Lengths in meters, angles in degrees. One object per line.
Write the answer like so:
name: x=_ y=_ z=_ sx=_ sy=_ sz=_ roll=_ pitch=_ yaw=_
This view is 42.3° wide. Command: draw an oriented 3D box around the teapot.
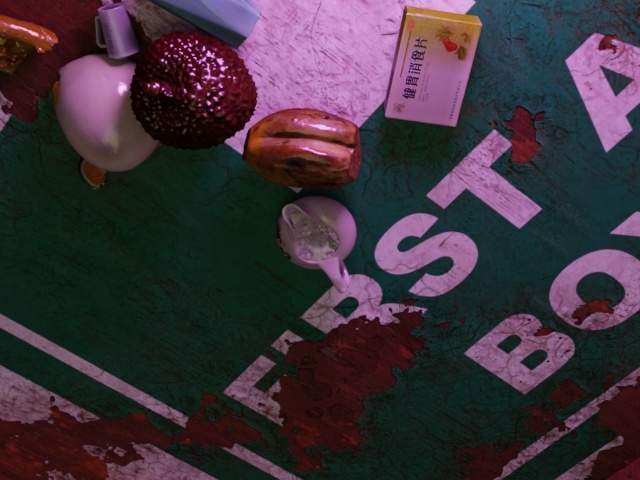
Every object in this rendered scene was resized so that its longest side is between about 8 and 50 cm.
teapot: x=0.000 y=0.000 z=2.159 sx=0.208 sy=0.166 sz=0.299 roll=-32 pitch=108 yaw=7

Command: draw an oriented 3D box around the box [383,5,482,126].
box: x=0.258 y=-0.403 z=1.933 sx=0.175 sy=0.062 sz=0.260 roll=8 pitch=124 yaw=-4

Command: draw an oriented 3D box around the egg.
egg: x=-0.502 y=-0.291 z=1.959 sx=0.264 sy=0.174 sz=0.286 roll=-18 pitch=118 yaw=9

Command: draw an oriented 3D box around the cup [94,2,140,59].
cup: x=-0.476 y=-0.479 z=1.899 sx=0.104 sy=0.074 sz=0.116 roll=5 pitch=124 yaw=28

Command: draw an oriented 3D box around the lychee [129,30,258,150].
lychee: x=-0.285 y=-0.329 z=1.859 sx=0.276 sy=0.304 sz=0.275 roll=6 pitch=101 yaw=32

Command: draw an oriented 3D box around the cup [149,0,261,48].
cup: x=-0.256 y=-0.528 z=1.826 sx=0.236 sy=0.148 sz=0.134 roll=31 pitch=92 yaw=-22

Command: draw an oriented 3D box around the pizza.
pizza: x=-0.789 y=-0.450 z=1.890 sx=0.365 sy=0.073 sz=0.182 roll=3 pitch=144 yaw=-14

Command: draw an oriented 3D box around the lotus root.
lotus root: x=-0.044 y=-0.226 z=1.993 sx=0.291 sy=0.193 sz=0.193 roll=4 pitch=124 yaw=3

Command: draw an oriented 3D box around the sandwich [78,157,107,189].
sandwich: x=-0.583 y=-0.177 z=2.125 sx=0.069 sy=0.026 sz=0.101 roll=-33 pitch=120 yaw=16
